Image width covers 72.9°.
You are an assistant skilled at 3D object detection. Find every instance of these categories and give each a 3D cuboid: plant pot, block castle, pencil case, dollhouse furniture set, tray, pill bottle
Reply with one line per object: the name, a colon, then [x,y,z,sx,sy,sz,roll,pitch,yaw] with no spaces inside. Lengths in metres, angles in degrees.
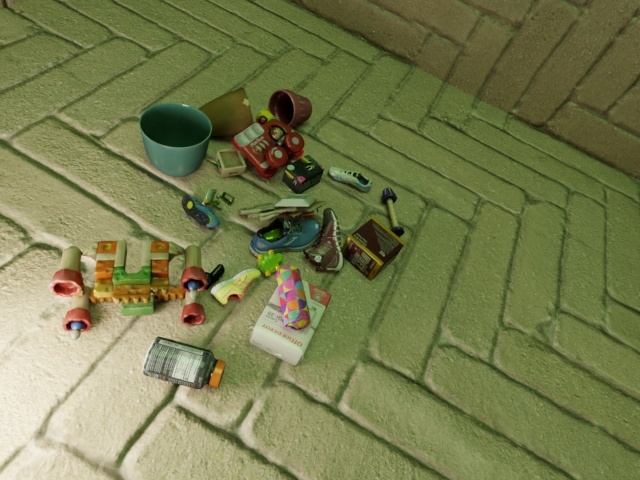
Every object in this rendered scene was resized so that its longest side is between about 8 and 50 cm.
plant pot: [-0.476,-0.611,2.147,0.255,0.237,0.237,-16,60,-12]
block castle: [-0.612,0.176,1.440,0.454,0.302,0.212,0,48,-18]
pencil case: [-0.101,0.206,1.561,0.105,0.104,0.236,-1,51,-18]
plant pot: [-0.641,-0.425,1.925,0.294,0.235,0.292,9,52,-12]
dollhouse furniture set: [-0.442,-0.178,1.885,0.059,0.076,0.152,34,16,13]
tray: [-0.103,-0.179,1.898,0.146,0.030,0.270,0,11,6]
pill bottle: [-0.441,0.410,1.426,0.246,0.130,0.130,18,51,-5]
plant pot: [-0.150,-0.709,2.339,0.180,0.201,0.201,-19,61,-46]

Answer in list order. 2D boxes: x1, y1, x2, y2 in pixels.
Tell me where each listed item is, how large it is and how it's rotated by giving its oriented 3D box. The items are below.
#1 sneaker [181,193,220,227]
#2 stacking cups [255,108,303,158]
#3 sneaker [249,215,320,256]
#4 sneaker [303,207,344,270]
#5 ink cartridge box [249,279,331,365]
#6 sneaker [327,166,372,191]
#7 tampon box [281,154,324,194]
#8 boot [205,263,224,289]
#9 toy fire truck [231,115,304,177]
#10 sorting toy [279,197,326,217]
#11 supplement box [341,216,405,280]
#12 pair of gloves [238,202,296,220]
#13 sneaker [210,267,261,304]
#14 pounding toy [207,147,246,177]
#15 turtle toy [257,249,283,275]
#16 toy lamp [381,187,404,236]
sneaker: [-0.513,-0.124,1.859,0.209,0.069,0.082,39,20,23]
stacking cups: [-0.209,-0.552,2.252,0.096,0.096,0.316,-29,67,-33]
sneaker: [-0.136,-0.029,1.845,0.330,0.147,0.129,-19,62,-31]
sneaker: [0.000,0.000,1.857,0.163,0.106,0.280,-7,80,-12]
ink cartridge box: [-0.108,0.291,1.630,0.208,0.117,0.282,26,50,2]
sneaker: [0.154,-0.327,2.205,0.238,0.086,0.085,22,52,1]
tampon box: [-0.085,-0.321,2.111,0.120,0.101,0.161,43,53,16]
boot: [-0.409,0.128,1.660,0.045,0.121,0.099,37,58,8]
toy fire truck: [-0.242,-0.468,2.068,0.254,0.169,0.302,48,60,-8]
sorting toy: [-0.064,-0.134,1.946,0.133,0.046,0.275,0,20,35]
supplement box: [0.230,0.034,1.926,0.191,0.129,0.194,42,53,14]
pair of gloves: [-0.231,-0.124,1.875,0.204,0.042,0.240,-15,16,-25]
sneaker: [-0.314,0.182,1.681,0.209,0.081,0.094,-29,74,-26]
pounding toy: [-0.445,-0.368,2.048,0.141,0.100,0.130,-15,74,-25]
turtle toy: [-0.205,0.089,1.784,0.130,0.066,0.095,-24,91,-31]
toy lamp: [0.355,-0.145,2.137,0.080,0.080,0.274,3,55,-16]
